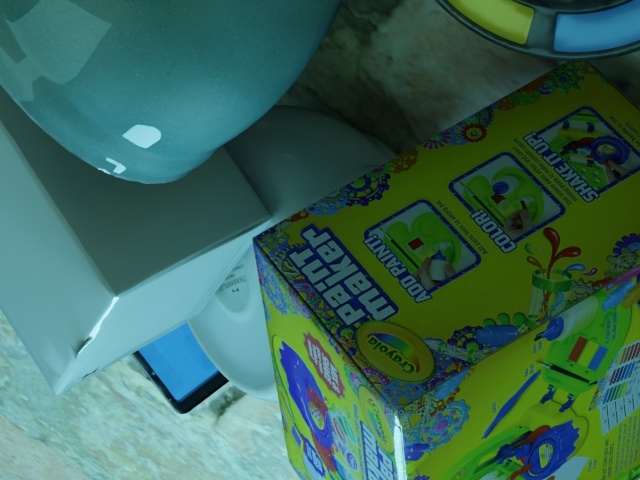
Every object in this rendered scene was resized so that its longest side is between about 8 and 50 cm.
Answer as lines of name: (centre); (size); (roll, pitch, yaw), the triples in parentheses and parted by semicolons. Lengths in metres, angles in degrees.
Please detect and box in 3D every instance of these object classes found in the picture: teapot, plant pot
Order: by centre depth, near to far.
plant pot: (-0.089, -0.211, 1.265); (0.196, 0.293, 0.293); (-27, 116, 28)
teapot: (0.000, 0.000, 1.529); (0.256, 0.187, 0.252); (40, 137, 42)

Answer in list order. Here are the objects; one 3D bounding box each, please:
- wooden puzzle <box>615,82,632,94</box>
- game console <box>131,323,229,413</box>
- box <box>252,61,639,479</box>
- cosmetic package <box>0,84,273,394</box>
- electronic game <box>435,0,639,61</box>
wooden puzzle: (0.215, -0.068, 1.400); (0.078, 0.014, 0.116); (4, 136, 37)
game console: (-0.113, 0.108, 1.852); (0.107, 0.071, 0.122); (-1, 134, 42)
box: (0.125, 0.075, 1.360); (0.177, 0.279, 0.290); (49, 159, 33)
cosmetic package: (-0.220, -0.093, 1.451); (0.365, 0.155, 0.197); (55, 148, 8)
electronic game: (0.152, -0.217, 1.160); (0.229, 0.048, 0.229); (6, 118, 12)
